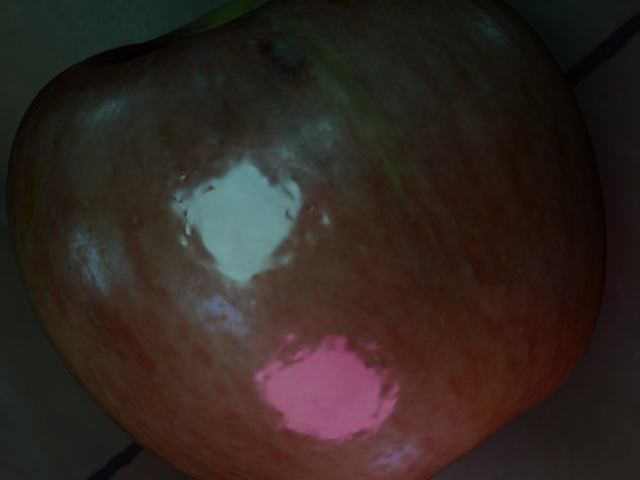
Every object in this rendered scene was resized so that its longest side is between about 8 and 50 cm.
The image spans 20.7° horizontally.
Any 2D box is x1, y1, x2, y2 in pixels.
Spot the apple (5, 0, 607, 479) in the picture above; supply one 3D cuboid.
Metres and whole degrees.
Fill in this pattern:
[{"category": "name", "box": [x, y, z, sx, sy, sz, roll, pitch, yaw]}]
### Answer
[{"category": "apple", "box": [0.000, 0.000, 1.108, 0.364, 0.364, 0.364, 3, 98, 20]}]
